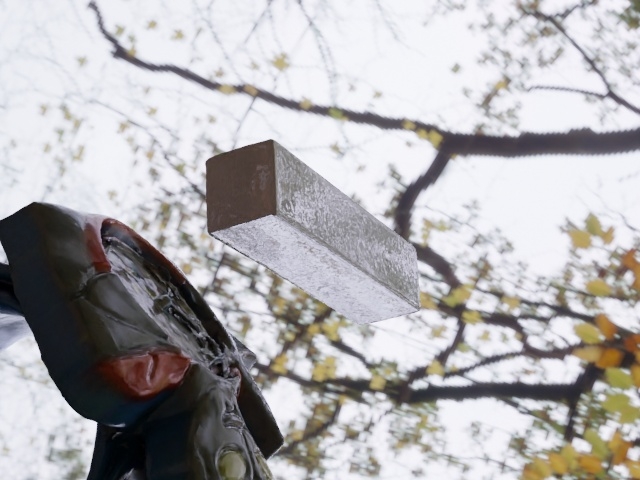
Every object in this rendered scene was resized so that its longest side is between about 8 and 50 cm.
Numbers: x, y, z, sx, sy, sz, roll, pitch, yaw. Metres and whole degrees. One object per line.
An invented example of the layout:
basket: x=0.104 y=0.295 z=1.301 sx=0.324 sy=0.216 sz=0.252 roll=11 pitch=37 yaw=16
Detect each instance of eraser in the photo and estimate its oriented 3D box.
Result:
eraser: x=0.000 y=0.001 z=1.284 sx=0.076 sy=0.298 sz=0.078 roll=-16 pitch=-117 yaw=26

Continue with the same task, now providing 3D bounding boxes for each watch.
watch: x=-0.178 y=0.157 z=0.895 sx=0.274 sy=0.241 sz=0.305 roll=-36 pitch=-116 yaw=10
